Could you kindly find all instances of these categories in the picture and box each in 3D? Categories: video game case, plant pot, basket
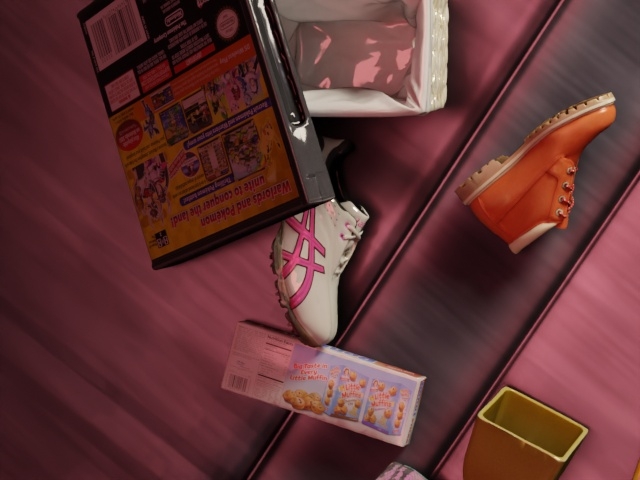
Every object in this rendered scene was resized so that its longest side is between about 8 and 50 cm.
[{"bbox_3d":[-0.105,-0.121,1.506,0.275,0.035,0.248,-21,85,56],"label":"video game case"},{"bbox_3d":[0.165,0.187,1.490,0.081,0.081,0.083,27,113,16],"label":"plant pot"},{"bbox_3d":[0.025,-0.161,1.505,0.167,0.103,0.113,3,94,19],"label":"basket"}]

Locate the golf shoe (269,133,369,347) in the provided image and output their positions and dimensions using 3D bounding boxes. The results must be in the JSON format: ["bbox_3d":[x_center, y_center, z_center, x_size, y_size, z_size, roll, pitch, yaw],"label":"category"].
[{"bbox_3d":[0.000,0.000,1.540,0.086,0.067,0.186,-7,90,18],"label":"golf shoe"}]

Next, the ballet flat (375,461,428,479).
[{"bbox_3d":[0.008,0.279,1.538,0.221,0.077,0.079,-43,49,-4],"label":"ballet flat"}]

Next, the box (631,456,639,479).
[{"bbox_3d":[0.324,0.220,1.463,0.136,0.028,0.081,20,99,19],"label":"box"}]

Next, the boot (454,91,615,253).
[{"bbox_3d":[0.198,-0.057,1.479,0.158,0.059,0.084,-40,83,25],"label":"boot"}]

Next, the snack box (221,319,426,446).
[{"bbox_3d":[0.001,0.126,1.570,0.178,0.022,0.064,17,97,17],"label":"snack box"}]
